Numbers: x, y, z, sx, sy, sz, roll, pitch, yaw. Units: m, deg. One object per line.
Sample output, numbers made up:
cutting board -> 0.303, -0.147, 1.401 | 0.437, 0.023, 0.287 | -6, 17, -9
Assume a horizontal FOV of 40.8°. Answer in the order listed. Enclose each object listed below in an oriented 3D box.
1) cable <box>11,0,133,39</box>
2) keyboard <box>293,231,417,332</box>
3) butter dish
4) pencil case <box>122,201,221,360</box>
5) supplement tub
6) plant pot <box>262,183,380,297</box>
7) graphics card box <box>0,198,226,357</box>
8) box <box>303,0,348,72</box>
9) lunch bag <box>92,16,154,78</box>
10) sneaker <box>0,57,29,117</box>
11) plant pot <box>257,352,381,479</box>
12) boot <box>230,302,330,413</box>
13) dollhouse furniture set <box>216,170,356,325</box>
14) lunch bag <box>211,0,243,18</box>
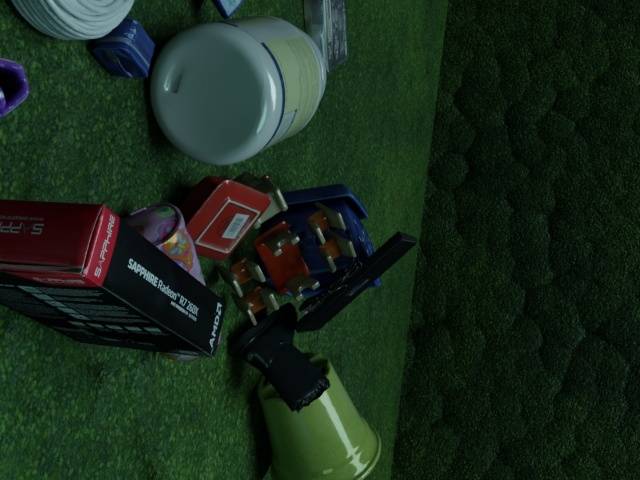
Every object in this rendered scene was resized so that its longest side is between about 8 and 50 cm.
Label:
cable -> -0.332, -0.400, 1.147 | 0.257, 0.089, 0.257 | 72, 29, -47
keyboard -> 0.060, 0.090, 1.837 | 0.033, 0.317, 0.201 | 52, 16, 18
butter dish -> -0.200, -0.059, 1.579 | 0.160, 0.118, 0.160 | -51, 148, 11
pencil case -> -0.253, 0.075, 1.438 | 0.124, 0.124, 0.284 | -68, 155, -44
supplement tub -> -0.132, -0.278, 1.539 | 0.325, 0.235, 0.235 | -42, 133, -65
plant pot -> 0.000, 0.000, 1.997 | 0.236, 0.236, 0.212 | 40, 44, -69
graphics card box -> -0.297, 0.057, 1.107 | 0.371, 0.232, 0.094 | 53, 43, -62
box -> 0.015, -0.562, 2.212 | 0.183, 0.056, 0.231 | -50, 139, -60
lunch bag -> -0.297, -0.285, 1.303 | 0.098, 0.067, 0.065 | 54, 43, -64
sneaker -> -0.407, -0.151, 0.940 | 0.236, 0.104, 0.095 | -55, 146, -56
plant pot -> -0.025, 0.413, 2.007 | 0.276, 0.276, 0.254 | -60, 137, -53
boot -> -0.063, 0.258, 1.887 | 0.094, 0.207, 0.246 | -50, 172, 26
dollhouse furniture set -> -0.097, -0.004, 1.754 | 0.262, 0.135, 0.259 | -34, 123, -17
lunch bag -> -0.182, -0.501, 1.566 | 0.129, 0.096, 0.151 | 64, 25, -57
